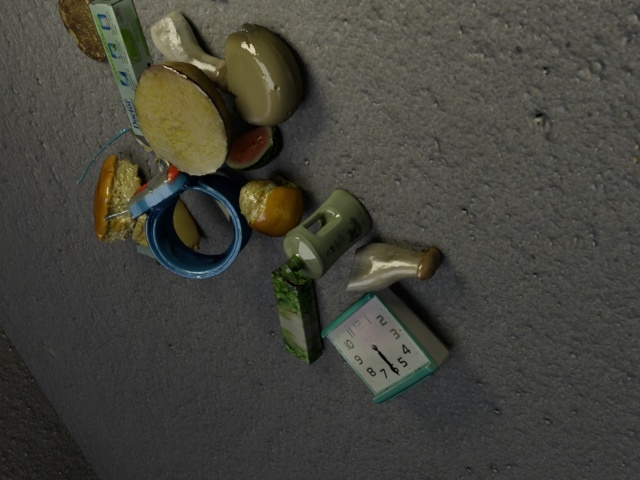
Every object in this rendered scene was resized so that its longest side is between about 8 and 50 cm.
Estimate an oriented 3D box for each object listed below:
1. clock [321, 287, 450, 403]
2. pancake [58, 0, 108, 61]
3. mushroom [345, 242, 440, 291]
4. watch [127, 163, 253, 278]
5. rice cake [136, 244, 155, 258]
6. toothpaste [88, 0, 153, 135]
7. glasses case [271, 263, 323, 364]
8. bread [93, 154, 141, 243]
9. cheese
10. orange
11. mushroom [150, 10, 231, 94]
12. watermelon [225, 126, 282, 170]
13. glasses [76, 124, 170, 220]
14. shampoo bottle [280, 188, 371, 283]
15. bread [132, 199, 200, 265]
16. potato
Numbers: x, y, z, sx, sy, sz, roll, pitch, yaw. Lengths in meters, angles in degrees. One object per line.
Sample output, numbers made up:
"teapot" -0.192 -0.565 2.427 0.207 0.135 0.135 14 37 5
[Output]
"clock" 0.152 0.228 1.909 0.231 0.116 0.262 50 143 5
"pancake" -0.553 -0.514 1.993 0.199 0.021 0.199 27 140 25
"mushroom" 0.149 0.056 1.757 0.225 0.116 0.093 -8 136 27
"watch" -0.265 -0.073 1.976 0.305 0.241 0.274 -28 101 20
"rice cake" -0.445 0.017 2.364 0.211 0.038 0.124 24 138 28
"toothpaste" -0.440 -0.402 1.946 0.081 0.067 0.336 16 134 35
"glasses case" -0.055 0.188 2.112 0.095 0.062 0.272 27 139 35
"bread" -0.550 -0.109 2.251 0.245 0.121 0.174 116 148 -56
"cheese" -0.118 -0.333 1.665 0.175 0.091 0.202 16 132 36
"orange" -0.106 -0.081 1.848 0.157 0.134 0.156 37 -173 -5
"mushroom" -0.264 -0.389 1.767 0.223 0.092 0.081 43 -174 11
"watermelon" -0.150 -0.185 1.825 0.163 0.069 0.087 -21 123 35
"glasses" -0.495 -0.169 2.126 0.189 0.221 0.088 54 -179 -7
"shampoo bottle" 0.000 0.000 1.732 0.118 0.234 0.087 52 143 -7
"bread" -0.409 -0.003 2.224 0.160 0.140 0.169 55 149 9
"potato" -0.265 -0.269 1.753 0.239 0.116 0.299 36 148 10
